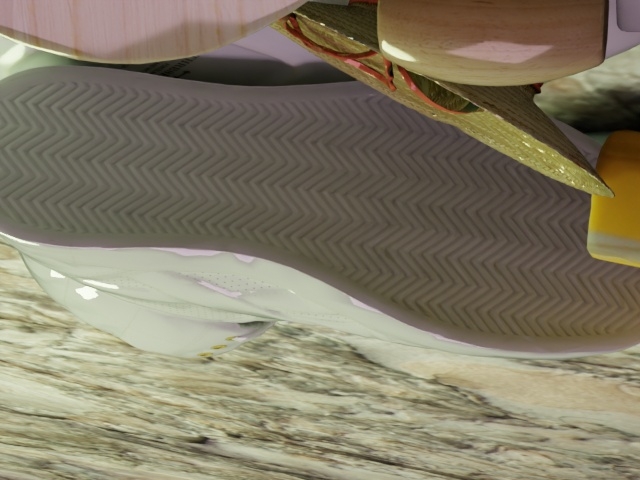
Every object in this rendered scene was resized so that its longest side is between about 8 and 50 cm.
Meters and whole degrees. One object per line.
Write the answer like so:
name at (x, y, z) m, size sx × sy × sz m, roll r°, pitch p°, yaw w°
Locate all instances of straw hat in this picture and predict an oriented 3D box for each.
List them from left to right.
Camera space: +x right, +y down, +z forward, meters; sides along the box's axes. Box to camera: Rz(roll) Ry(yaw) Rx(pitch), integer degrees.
straw hat at (0.045, -0.074, 0.498) m, size 0.144 × 0.061 × 0.144 m, roll 29°, pitch -179°, yaw -1°

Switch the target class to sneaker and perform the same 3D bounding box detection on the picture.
sneaker at (0.000, 0.000, 0.678) m, size 0.293 × 0.108 × 0.169 m, roll 12°, pitch 165°, yaw 0°

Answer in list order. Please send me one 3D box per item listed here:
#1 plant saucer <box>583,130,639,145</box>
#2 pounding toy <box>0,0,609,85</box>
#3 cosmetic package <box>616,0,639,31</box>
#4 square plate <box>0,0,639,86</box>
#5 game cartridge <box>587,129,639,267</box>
plant saucer at (0.165, -0.019, 0.809) m, size 0.195 × 0.037 × 0.195 m, roll 8°, pitch 161°, yaw 3°
pounding toy at (-0.026, -0.148, 0.363) m, size 0.154 × 0.155 × 0.269 m, roll -8°, pitch 126°, yaw 14°
cosmetic package at (0.132, -0.141, 0.407) m, size 0.117 × 0.085 × 0.231 m, roll 3°, pitch 162°, yaw 14°
square plate at (-0.070, -0.089, 0.633) m, size 0.344 × 0.049 × 0.347 m, roll 13°, pitch 160°, yaw -35°
game cartridge at (0.300, 0.008, 0.548) m, size 0.324 × 0.052 × 0.285 m, roll 9°, pitch -174°, yaw 33°
